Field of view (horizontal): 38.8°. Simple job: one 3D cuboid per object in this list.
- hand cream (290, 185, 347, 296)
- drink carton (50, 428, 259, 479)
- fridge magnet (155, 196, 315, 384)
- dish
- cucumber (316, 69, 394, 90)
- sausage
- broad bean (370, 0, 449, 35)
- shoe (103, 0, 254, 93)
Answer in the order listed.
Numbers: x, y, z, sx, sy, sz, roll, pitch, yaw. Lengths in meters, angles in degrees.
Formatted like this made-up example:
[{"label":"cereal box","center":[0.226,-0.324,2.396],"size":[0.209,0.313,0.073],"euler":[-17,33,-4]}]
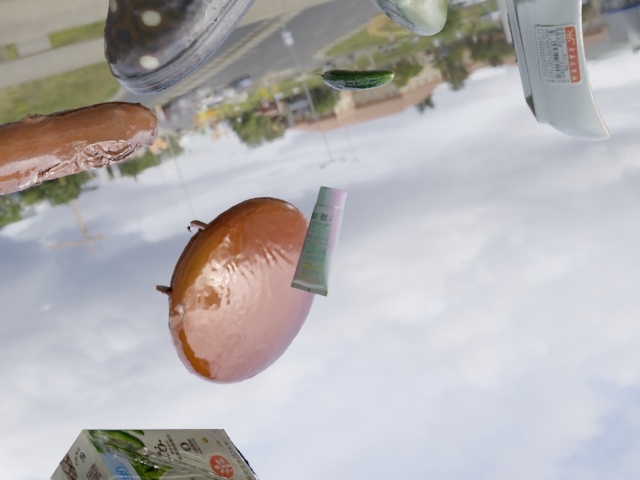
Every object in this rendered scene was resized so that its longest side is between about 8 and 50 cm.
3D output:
[{"label":"hand cream","center":[0.000,0.000,1.489],"size":[0.076,0.174,0.047],"euler":[13,178,35]},{"label":"drink carton","center":[-0.260,0.426,1.531],"size":[0.325,0.132,0.194],"euler":[16,-156,-51]},{"label":"fridge magnet","center":[-0.139,0.091,1.676],"size":[0.155,0.363,0.364],"euler":[22,-145,38]},{"label":"dish","center":[0.268,-0.224,1.057],"size":[0.077,0.212,0.151],"euler":[-13,-155,9]},{"label":"cucumber","center":[0.062,-0.286,1.620],"size":[0.168,0.039,0.039],"euler":[6,-157,36]},{"label":"sausage","center":[-0.314,-0.093,0.970],"size":[0.087,0.079,0.327],"euler":[1,-163,42]},{"label":"broad bean","center":[0.038,-0.248,0.771],"size":[0.207,0.072,0.153],"euler":[20,-166,-47]},{"label":"shoe","center":[-0.218,-0.410,1.326],"size":[0.384,0.237,0.171],"euler":[-48,-136,5]}]
